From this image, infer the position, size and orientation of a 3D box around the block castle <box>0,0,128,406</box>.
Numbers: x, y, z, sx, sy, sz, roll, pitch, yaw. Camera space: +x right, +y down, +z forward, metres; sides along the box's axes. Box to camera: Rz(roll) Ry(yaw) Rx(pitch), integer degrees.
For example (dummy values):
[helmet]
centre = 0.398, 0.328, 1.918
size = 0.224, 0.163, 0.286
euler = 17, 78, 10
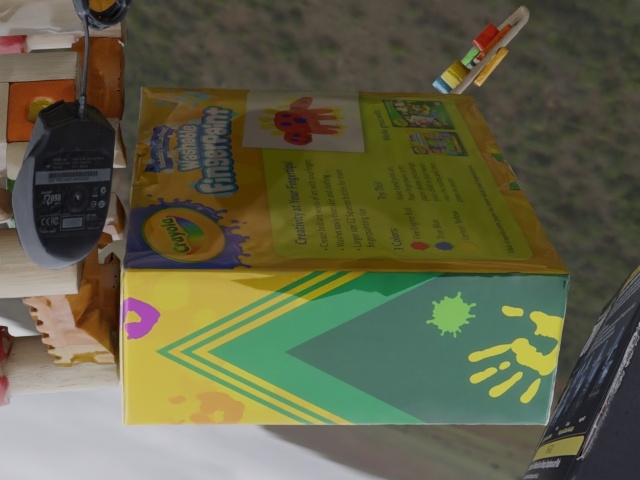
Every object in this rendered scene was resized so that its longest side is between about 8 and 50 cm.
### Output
[block castle]
centre = -0.294, -0.100, 1.186
size = 0.213, 0.453, 0.303
euler = -2, 155, -1

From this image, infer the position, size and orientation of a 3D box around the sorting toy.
[sorting toy]
centre = 0.222, -0.262, 2.004
size = 0.047, 0.196, 0.348
euler = 39, 174, -2

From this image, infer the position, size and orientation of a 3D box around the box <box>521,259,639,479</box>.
[box]
centre = 0.133, 0.160, 0.663
size = 0.097, 0.318, 0.395
euler = 23, 172, 10

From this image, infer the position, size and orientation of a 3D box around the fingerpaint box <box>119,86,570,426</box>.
[fingerpaint box]
centre = 0.000, 0.000, 1.304
size = 0.371, 0.163, 0.445
euler = 1, -154, -7

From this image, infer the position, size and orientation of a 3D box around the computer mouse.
[computer mouse]
centre = -0.162, -0.099, 0.863
size = 0.041, 0.242, 0.071
euler = 18, -167, 40
